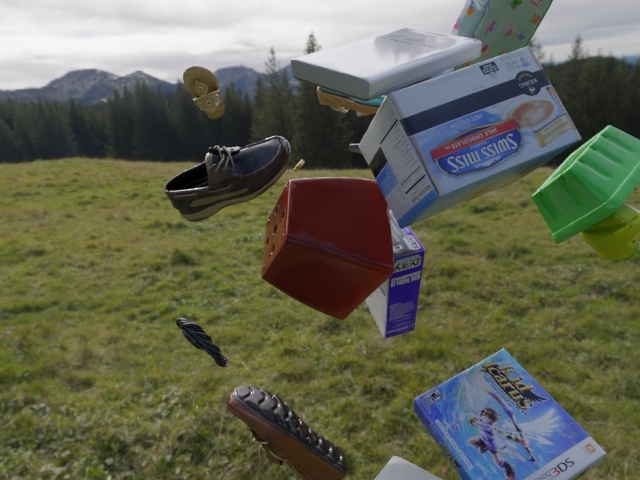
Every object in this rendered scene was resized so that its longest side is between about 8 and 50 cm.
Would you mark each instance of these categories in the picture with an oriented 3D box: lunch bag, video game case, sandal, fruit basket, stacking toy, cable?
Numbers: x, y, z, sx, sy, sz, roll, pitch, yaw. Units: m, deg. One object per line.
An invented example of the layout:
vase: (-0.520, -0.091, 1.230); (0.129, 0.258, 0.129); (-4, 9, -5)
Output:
lunch bag: (0.490, -0.591, 1.251); (0.224, 0.279, 0.107); (-8, 61, -15)
video game case: (0.366, 0.381, 0.908); (0.244, 0.061, 0.269); (-23, 44, -15)
sandal: (-0.315, -0.402, 1.299); (0.088, 0.079, 0.240); (-27, -13, -3)
fruit basket: (0.880, -0.107, 1.375); (0.392, 0.392, 0.283); (-10, -21, -20)
stacking toy: (-0.160, -0.318, 1.832); (0.052, 0.167, 0.221); (-40, 17, 33)
cable: (-0.319, 0.277, 1.242); (0.047, 0.184, 0.150); (-45, -6, -27)

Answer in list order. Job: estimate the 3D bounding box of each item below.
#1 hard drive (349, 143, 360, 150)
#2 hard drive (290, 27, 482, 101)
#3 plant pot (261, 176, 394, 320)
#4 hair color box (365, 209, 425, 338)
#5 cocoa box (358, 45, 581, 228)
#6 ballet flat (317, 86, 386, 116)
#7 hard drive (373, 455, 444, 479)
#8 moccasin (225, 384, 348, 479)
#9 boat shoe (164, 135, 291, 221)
hard drive: (0.175, -0.300, 1.475); (0.135, 0.022, 0.094); (8, 3, 42)
hard drive: (0.146, -0.393, 0.978); (0.353, 0.047, 0.233); (-29, 44, -30)
plant pot: (0.000, 0.000, 1.081); (0.236, 0.267, 0.267); (15, 52, -18)
hair color box: (0.201, 0.102, 1.299); (0.110, 0.338, 0.185); (-15, 43, -10)
cocoa box: (0.302, -0.208, 0.964); (0.347, 0.228, 0.231); (-22, -10, -14)
ballet flat: (0.098, -0.406, 1.322); (0.232, 0.073, 0.080); (23, 52, 18)
hard drive: (0.183, 0.475, 0.781); (0.203, 0.040, 0.307); (19, -3, 23)
moccasin: (-0.101, 0.521, 1.174); (0.147, 0.380, 0.139); (-44, 20, 7)
boat shoe: (-0.241, -0.166, 1.147); (0.355, 0.130, 0.132); (-28, 54, 12)
